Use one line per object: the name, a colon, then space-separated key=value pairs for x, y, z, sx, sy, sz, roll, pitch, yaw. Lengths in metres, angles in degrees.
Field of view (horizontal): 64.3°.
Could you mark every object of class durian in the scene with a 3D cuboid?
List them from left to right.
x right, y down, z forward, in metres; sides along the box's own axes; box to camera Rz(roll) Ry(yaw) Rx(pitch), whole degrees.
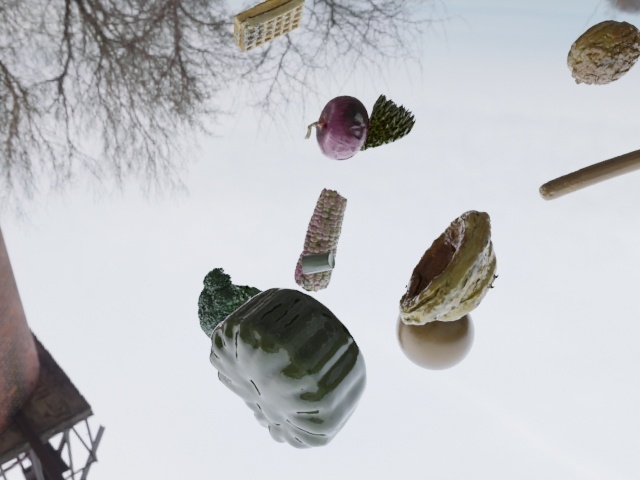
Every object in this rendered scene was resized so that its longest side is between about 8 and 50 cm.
durian: x=0.231 y=-0.410 z=1.833 sx=0.163 sy=0.198 sz=0.394 roll=29 pitch=-154 yaw=-7

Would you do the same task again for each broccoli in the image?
broccoli: x=-0.285 y=0.227 z=1.697 sx=0.294 sy=0.265 sz=0.245 roll=50 pitch=-133 yaw=8

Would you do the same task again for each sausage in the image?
sausage: x=0.784 y=-0.187 z=1.467 sx=0.301 sy=0.066 sz=0.066 roll=-18 pitch=-151 yaw=12

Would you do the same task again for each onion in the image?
onion: x=0.079 y=-0.377 z=1.674 sx=0.201 sy=0.200 sz=0.207 roll=19 pitch=-125 yaw=21

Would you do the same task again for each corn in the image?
corn: x=0.000 y=0.000 z=1.629 sx=0.127 sy=0.335 sz=0.126 roll=12 pitch=-176 yaw=-1

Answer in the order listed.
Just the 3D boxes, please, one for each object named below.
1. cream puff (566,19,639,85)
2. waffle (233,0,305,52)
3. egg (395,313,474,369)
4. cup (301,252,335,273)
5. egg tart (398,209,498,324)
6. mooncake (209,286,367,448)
cream puff: x=0.594 y=-0.384 z=1.055 sx=0.144 sy=0.126 sz=0.103 roll=-24 pitch=-126 yaw=7
waffle: x=-0.107 y=-0.453 z=1.051 sx=0.148 sy=0.042 sz=0.102 roll=-31 pitch=179 yaw=-14
egg: x=0.445 y=0.350 z=1.982 sx=0.301 sy=0.301 sz=0.374 roll=14 pitch=180 yaw=15
cup: x=-0.001 y=0.063 z=1.429 sx=0.083 sy=0.054 sz=0.075 roll=-9 pitch=175 yaw=24
egg tart: x=0.341 y=0.087 z=1.300 sx=0.150 sy=0.352 sz=0.352 roll=35 pitch=-147 yaw=-5
mooncake: x=-0.073 y=0.281 z=1.101 sx=0.351 sy=0.351 sz=0.187 roll=24 pitch=-141 yaw=28
